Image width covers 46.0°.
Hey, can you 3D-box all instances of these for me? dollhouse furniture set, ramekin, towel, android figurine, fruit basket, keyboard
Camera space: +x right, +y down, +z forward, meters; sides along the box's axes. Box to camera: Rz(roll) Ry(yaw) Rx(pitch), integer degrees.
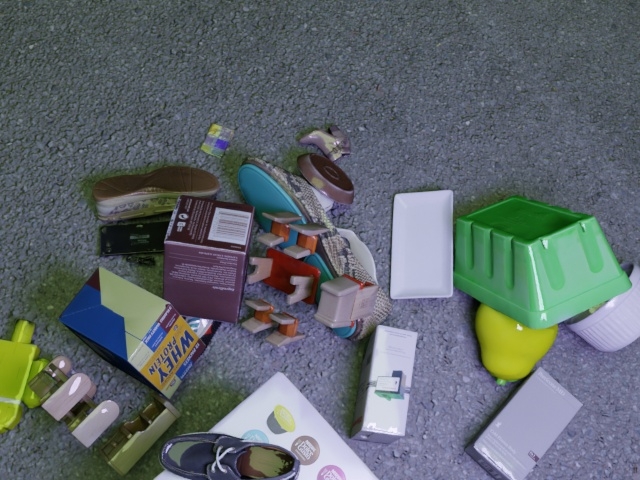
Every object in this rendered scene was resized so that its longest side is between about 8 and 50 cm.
[{"bbox_3d":[-0.025,0.093,1.588,0.259,0.262,0.135,23,20,35],"label":"dollhouse furniture set"},{"bbox_3d":[0.664,0.156,1.697,0.109,0.207,0.207,45,70,2],"label":"ramekin"},{"bbox_3d":[-0.253,-0.247,1.849,0.060,0.009,0.083,22,67,1],"label":"towel"},{"bbox_3d":[-0.690,0.289,1.559,0.248,0.056,0.273,12,66,-2],"label":"android figurine"},{"bbox_3d":[-0.428,0.317,1.494,0.161,0.212,0.242,-47,110,-19],"label":"dollhouse furniture set"},{"bbox_3d":[0.456,0.120,1.646,0.283,0.392,0.392,-21,72,-14],"label":"fruit basket"},{"bbox_3d":[-0.412,0.011,1.721,0.180,0.023,0.108,-4,62,-8],"label":"keyboard"}]

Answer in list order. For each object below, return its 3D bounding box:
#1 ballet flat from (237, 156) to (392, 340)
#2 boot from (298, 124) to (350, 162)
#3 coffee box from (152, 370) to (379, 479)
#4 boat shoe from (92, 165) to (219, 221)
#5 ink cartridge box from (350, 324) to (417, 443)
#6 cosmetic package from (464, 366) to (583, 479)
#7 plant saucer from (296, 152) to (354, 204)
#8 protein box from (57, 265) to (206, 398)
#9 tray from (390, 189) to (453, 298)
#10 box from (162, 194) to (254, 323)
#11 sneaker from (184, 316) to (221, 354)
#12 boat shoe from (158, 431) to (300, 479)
[{"bbox_3d":[0.000,0.000,1.721,0.182,0.164,0.483,-27,79,-39],"label":"ballet flat"},{"bbox_3d":[0.015,-0.232,1.861,0.118,0.042,0.087,-21,80,-7],"label":"boot"},{"bbox_3d":[-0.096,0.500,1.389,0.334,0.338,0.337,-39,77,-20],"label":"coffee box"},{"bbox_3d":[-0.377,-0.105,1.746,0.285,0.089,0.104,-5,43,-11],"label":"boat shoe"},{"bbox_3d":[0.133,0.309,1.591,0.092,0.160,0.219,11,68,-2],"label":"ink cartridge box"},{"bbox_3d":[0.436,0.403,1.621,0.127,0.107,0.238,40,72,13],"label":"cosmetic package"},{"bbox_3d":[0.019,-0.152,1.773,0.168,0.029,0.168,33,26,-18],"label":"plant saucer"},{"bbox_3d":[-0.377,0.188,1.527,0.200,0.201,0.136,23,67,26],"label":"protein box"},{"bbox_3d":[0.242,0.011,1.775,0.145,0.030,0.270,-4,66,19],"label":"tray"},{"bbox_3d":[-0.238,0.040,1.603,0.167,0.203,0.168,8,37,-4],"label":"box"},{"bbox_3d":[-0.276,0.194,1.652,0.075,0.057,0.161,24,68,21],"label":"sneaker"},{"bbox_3d":[-0.148,0.352,1.221,0.233,0.079,0.084,9,67,0],"label":"boat shoe"}]
